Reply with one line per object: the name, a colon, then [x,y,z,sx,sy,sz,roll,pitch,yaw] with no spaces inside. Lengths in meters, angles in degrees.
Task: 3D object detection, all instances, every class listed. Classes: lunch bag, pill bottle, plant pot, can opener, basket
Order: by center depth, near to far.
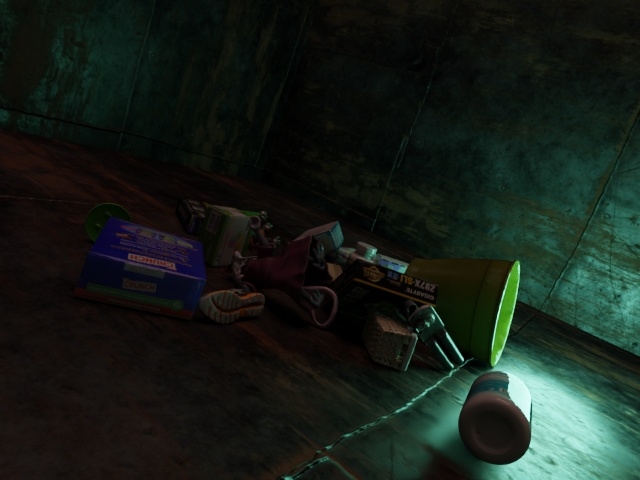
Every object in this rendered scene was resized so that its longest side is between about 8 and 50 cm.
pill bottle: [0.409,0.390,1.086,0.146,0.146,0.264,25,11,23]
basket: [0.190,0.277,1.344,0.103,0.113,0.167,14,12,-10]
can opener: [0.324,0.267,1.359,0.283,0.076,0.095,53,3,-35]
plant pot: [0.477,0.210,1.668,0.352,0.367,0.366,13,6,30]
pill bottle: [0.156,0.106,1.902,0.111,0.187,0.112,19,11,-4]
lunch bag: [0.197,0.122,2.106,0.224,0.108,0.279,2,18,-42]

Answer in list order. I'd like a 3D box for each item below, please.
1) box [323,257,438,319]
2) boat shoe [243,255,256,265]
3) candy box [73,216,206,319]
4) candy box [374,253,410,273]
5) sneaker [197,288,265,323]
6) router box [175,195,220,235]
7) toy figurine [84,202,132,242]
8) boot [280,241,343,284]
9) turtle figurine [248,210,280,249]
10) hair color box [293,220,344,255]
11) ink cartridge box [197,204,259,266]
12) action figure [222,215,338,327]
box: [0.174,0.173,1.467,0.257,0.079,0.322,20,-25,-8]
boat shoe: [-0.163,0.109,1.619,0.206,0.075,0.065,21,7,-22]
candy box: [-0.445,0.064,1.213,0.268,0.122,0.317,17,10,-19]
candy box: [0.298,0.165,1.930,0.196,0.165,0.070,18,13,-14]
sneaker: [-0.241,0.164,1.227,0.083,0.084,0.214,16,1,33]
router box: [-0.468,-0.088,2.007,0.242,0.081,0.309,14,12,-29]
toy figurine: [-0.647,-0.048,1.473,0.173,0.130,0.159,39,-9,-28]
boot: [-0.034,0.098,1.844,0.203,0.095,0.262,14,14,-29]
turtle figurine: [-0.246,-0.032,1.994,0.118,0.175,0.234,-15,-7,10]
hair color box: [0.000,0.000,2.166,0.173,0.105,0.347,-17,5,11]
ink cartridge box: [-0.297,-0.012,1.661,0.097,0.189,0.255,26,12,32]
action figure: [-0.137,0.094,1.448,0.370,0.248,0.276,-2,-42,35]
